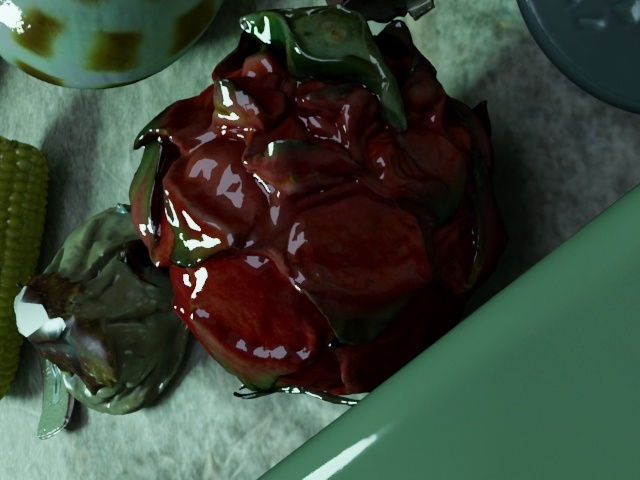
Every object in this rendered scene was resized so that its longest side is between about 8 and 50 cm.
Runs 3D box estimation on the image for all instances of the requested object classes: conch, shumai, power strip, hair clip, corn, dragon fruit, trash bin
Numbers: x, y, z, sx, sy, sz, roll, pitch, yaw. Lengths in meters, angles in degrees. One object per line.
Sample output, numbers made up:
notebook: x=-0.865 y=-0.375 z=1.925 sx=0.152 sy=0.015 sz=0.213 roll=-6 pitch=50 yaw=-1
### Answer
conch: x=-0.197 y=-0.255 z=0.746 sx=0.368 sy=0.197 sz=0.249 roll=-11 pitch=81 yaw=32
shumai: x=-0.205 y=0.062 z=0.750 sx=0.201 sy=0.120 sz=0.201 roll=-6 pitch=80 yaw=40
power strip: x=0.163 y=-0.157 z=0.440 sx=0.137 sy=0.044 sz=0.216 roll=-26 pitch=91 yaw=16
hair clip: x=-0.271 y=0.130 z=0.860 sx=0.054 sy=0.022 sz=0.137 roll=-32 pitch=61 yaw=32
corn: x=-0.361 y=0.028 z=0.894 sx=0.122 sy=0.123 sz=0.305 roll=5 pitch=84 yaw=44
dragon fruit: x=0.000 y=0.000 z=0.540 sx=0.234 sy=0.234 sz=0.293 roll=60 pitch=156 yaw=32
trash bin: x=0.102 y=0.151 z=0.411 sx=0.343 sy=0.158 sz=0.223 roll=-39 pitch=69 yaw=31

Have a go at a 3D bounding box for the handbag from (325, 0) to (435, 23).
handbag: x=0.090 y=-0.256 z=0.546 sx=0.213 sy=0.127 sz=0.235 roll=-11 pitch=74 yaw=11
